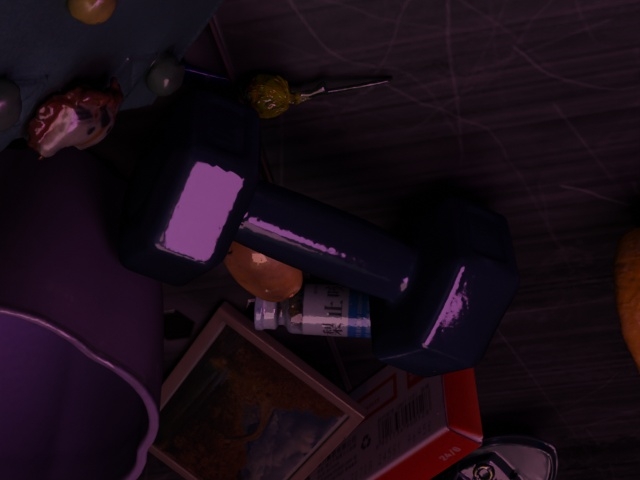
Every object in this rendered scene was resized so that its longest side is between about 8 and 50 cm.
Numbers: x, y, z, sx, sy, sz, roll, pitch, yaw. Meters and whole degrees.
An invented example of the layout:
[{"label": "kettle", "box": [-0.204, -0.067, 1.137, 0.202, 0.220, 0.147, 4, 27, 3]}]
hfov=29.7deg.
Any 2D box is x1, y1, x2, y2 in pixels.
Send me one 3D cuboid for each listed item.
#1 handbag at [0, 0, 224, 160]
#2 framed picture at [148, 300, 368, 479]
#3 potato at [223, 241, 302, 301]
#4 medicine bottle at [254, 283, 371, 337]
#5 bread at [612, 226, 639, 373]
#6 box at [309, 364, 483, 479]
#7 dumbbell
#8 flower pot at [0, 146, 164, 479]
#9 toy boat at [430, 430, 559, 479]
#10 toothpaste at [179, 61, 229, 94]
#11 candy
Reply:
[{"label": "handbag", "box": [-0.126, -0.171, 0.750, 0.100, 0.268, 0.274, 38, 117, 10]}, {"label": "framed picture", "box": [-0.084, 0.190, 1.258, 0.184, 0.016, 0.250, 38, 130, -2]}, {"label": "potato", "box": [-0.051, 0.020, 1.099, 0.068, 0.062, 0.083, -4, 117, 50]}, {"label": "medicine bottle", "box": [0.034, 0.068, 1.146, 0.191, 0.051, 0.051, 3, 135, 1]}, {"label": "bread", "box": [0.356, 0.081, 1.035, 0.142, 0.195, 0.270, -16, 129, 33]}, {"label": "box", "box": [0.067, 0.198, 1.225, 0.050, 0.123, 0.229, 27, 131, -26]}, {"label": "dumbbell", "box": [0.000, 0.000, 0.997, 0.324, 0.144, 0.160, 22, 97, -20]}, {"label": "flower pot", "box": [-0.251, 0.054, 1.024, 0.265, 0.243, 0.265, 2, 137, 2]}, {"label": "toy boat", "box": [0.138, 0.292, 1.313, 0.296, 0.122, 0.114, -38, 98, 31]}, {"label": "toothpaste", "box": [-0.116, -0.138, 0.981, 0.083, 0.015, 0.024, 19, 141, -21]}, {"label": "candy", "box": [-0.002, -0.122, 0.978, 0.122, 0.035, 0.035, -7, 140, 1]}]
